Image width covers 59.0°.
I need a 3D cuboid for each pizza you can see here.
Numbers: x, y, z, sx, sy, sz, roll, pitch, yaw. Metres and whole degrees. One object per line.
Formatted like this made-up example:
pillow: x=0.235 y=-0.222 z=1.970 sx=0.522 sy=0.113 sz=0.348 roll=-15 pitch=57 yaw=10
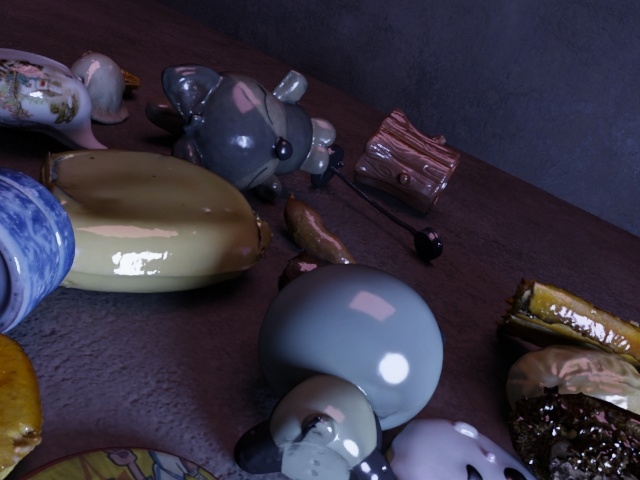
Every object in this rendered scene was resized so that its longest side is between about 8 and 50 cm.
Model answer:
pizza: x=0.397 y=0.140 z=0.858 sx=0.251 sy=0.074 sz=0.288 roll=24 pitch=-8 yaw=13

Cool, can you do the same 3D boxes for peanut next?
peanut: x=0.400 y=0.230 z=0.750 sx=0.305 sy=0.147 sz=0.147 roll=23 pitch=22 yaw=-1

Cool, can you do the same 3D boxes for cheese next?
cheese: x=-0.215 y=-0.025 z=0.761 sx=0.315 sy=0.128 sz=0.260 roll=2 pitch=38 yaw=-29

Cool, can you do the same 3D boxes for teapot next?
teapot: x=-0.493 y=-0.224 z=0.914 sx=0.298 sy=0.139 sz=0.204 roll=6 pitch=1 yaw=-30

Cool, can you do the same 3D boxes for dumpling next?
dumpling: x=-0.462 y=-0.313 z=1.192 sx=0.111 sy=0.181 sz=0.155 roll=-3 pitch=-29 yaw=34

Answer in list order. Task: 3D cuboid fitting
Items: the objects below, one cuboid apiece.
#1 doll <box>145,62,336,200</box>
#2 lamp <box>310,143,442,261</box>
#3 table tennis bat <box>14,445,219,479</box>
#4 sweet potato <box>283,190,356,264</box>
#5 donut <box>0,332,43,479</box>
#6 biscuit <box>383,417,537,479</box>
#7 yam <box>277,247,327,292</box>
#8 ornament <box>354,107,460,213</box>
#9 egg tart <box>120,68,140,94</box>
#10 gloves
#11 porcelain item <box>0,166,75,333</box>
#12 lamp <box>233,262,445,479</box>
doll: x=-0.199 y=-0.202 z=1.117 sx=0.378 sy=0.252 sz=0.382 roll=0 pitch=2 yaw=36
lamp: x=0.102 y=-0.068 z=1.240 sx=0.108 sy=0.130 sz=0.371 roll=-20 pitch=58 yaw=-29
table tennis bat: x=-0.156 y=0.237 z=0.347 sx=0.200 sy=0.038 sz=0.310 roll=28 pitch=19 yaw=14
sweet potato: x=-0.006 y=0.001 z=0.980 sx=0.226 sy=0.068 sz=0.068 roll=49 pitch=31 yaw=21
donut: x=-0.295 y=0.128 z=0.414 sx=0.162 sy=0.065 sz=0.178 roll=15 pitch=22 yaw=-31
biscuit: x=0.162 y=0.259 z=0.584 sx=0.208 sy=0.049 sz=0.181 roll=24 pitch=24 yaw=3
yam: x=0.014 y=0.079 z=0.799 sx=0.141 sy=0.079 sz=0.079 roll=29 pitch=23 yaw=15
ornament: x=0.233 y=-0.199 z=1.471 sx=0.217 sy=0.221 sz=0.235 roll=32 pitch=-3 yaw=10
egg tart: x=-0.497 y=-0.386 z=1.369 sx=0.130 sy=0.052 sz=0.130 roll=19 pitch=22 yaw=-8
gloves: x=0.331 y=0.264 z=0.569 sx=0.312 sy=0.135 sz=0.210 roll=48 pitch=-7 yaw=33
porcelain item: x=-0.322 y=0.008 z=0.541 sx=0.147 sy=0.147 sz=0.114 roll=22 pitch=20 yaw=-4
lamp: x=0.024 y=0.132 z=0.578 sx=0.197 sy=0.198 sz=0.244 roll=24 pitch=39 yaw=0
